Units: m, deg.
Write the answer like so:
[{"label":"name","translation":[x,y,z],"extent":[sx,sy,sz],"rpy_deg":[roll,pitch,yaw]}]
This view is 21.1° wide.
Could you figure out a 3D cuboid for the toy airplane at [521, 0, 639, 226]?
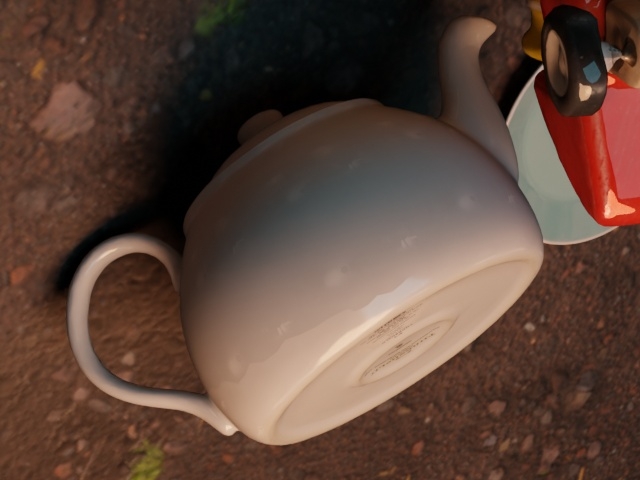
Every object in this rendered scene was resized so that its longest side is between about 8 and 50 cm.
[{"label":"toy airplane","translation":[0.151,-0.251,1.009],"extent":[0.386,0.272,0.384],"rpy_deg":[37,84,-7]}]

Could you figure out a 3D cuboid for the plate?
[{"label":"plate","translation":[0.203,-0.084,1.278],"extent":[0.188,0.024,0.188],"rpy_deg":[-17,128,-24]}]

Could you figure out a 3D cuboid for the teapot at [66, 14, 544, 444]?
[{"label":"teapot","translation":[0.000,0.000,1.097],"extent":[0.256,0.187,0.252],"rpy_deg":[-19,157,-44]}]
